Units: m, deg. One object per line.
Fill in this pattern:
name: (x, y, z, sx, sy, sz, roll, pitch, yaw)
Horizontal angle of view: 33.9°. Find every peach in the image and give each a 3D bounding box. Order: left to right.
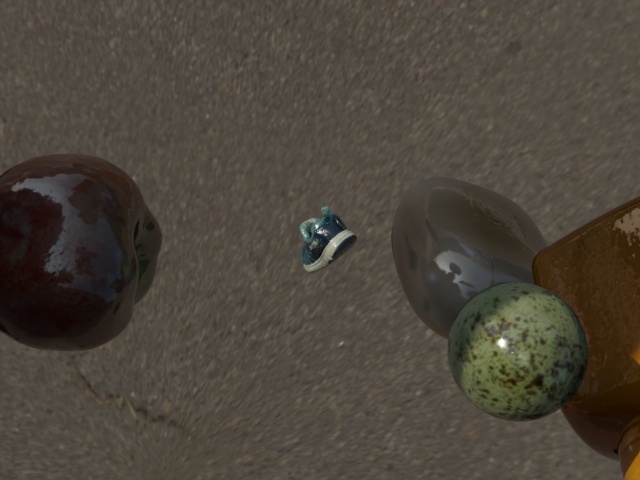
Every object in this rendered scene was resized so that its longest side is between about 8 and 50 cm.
peach: (-0.201, 0.014, 0.798, 0.152, 0.152, 0.152, 2, 76, -8)

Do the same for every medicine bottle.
medicine bottle: (0.249, 0.085, 0.746, 0.112, 0.149, 0.222, 33, 40, -35)

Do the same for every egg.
egg: (0.122, 0.068, 0.652, 0.085, 0.110, 0.085, 0, 92, 7)

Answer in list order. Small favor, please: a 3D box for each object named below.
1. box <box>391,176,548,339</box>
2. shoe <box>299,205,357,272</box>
box: (0.136, 0.019, 0.926, 0.146, 0.200, 0.088, 17, 118, -15)
shoe: (0.000, 0.000, 1.476, 0.064, 0.143, 0.071, -34, 89, -19)
